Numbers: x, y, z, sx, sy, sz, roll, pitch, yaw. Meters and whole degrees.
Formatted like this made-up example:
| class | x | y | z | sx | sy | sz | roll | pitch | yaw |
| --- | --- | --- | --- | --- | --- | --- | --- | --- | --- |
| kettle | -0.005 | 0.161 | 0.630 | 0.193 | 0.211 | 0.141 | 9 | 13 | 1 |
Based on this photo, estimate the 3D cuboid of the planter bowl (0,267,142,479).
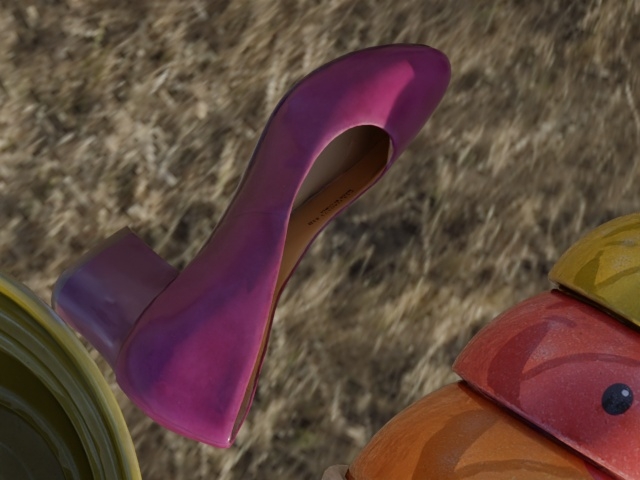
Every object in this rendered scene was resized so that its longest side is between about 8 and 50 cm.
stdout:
| class | x | y | z | sx | sy | sz | roll | pitch | yaw |
| --- | --- | --- | --- | --- | --- | --- | --- | --- | --- |
| planter bowl | -0.150 | 0.106 | 0.660 | 0.217 | 0.090 | 0.217 | -1 | 86 | 15 |

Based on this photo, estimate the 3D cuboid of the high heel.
| class | x | y | z | sx | sy | sz | roll | pitch | yaw |
| --- | --- | --- | --- | --- | --- | --- | --- | --- | --- |
| high heel | 0.000 | 0.000 | 1.313 | 0.181 | 0.377 | 0.127 | 39 | 157 | 29 |

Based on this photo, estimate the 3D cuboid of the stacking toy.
| class | x | y | z | sx | sy | sz | roll | pitch | yaw |
| --- | --- | --- | --- | --- | --- | --- | --- | --- | --- |
| stacking toy | 0.247 | 0.094 | 1.380 | 0.350 | 0.350 | 0.480 | 28 | 90 | 2 |
